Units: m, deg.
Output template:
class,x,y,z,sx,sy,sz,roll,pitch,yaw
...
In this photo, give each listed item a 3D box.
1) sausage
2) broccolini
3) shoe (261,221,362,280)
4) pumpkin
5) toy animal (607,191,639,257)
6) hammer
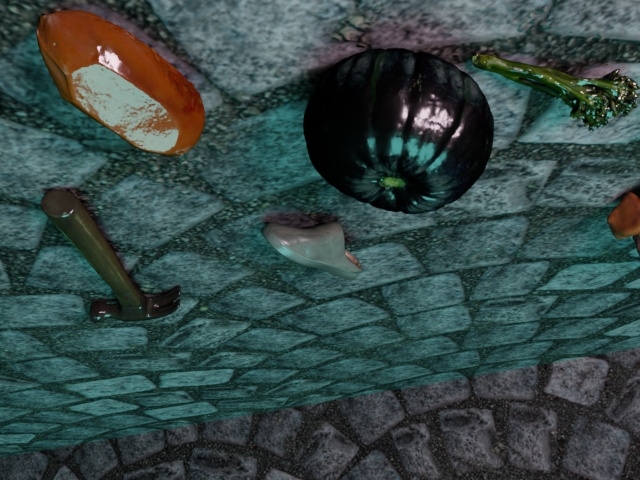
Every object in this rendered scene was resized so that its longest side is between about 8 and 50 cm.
class,x,y,z,sx,sy,sz,roll,pitch,yaw
sausage,-0.179,-0.141,0.644,0.089,0.089,0.179,-23,142,32
broccolini,0.250,-0.160,0.751,0.201,0.058,0.074,2,148,-22
shoe,0.000,0.000,1.050,0.195,0.079,0.078,27,105,-40
pumpkin,0.080,-0.112,0.716,0.202,0.140,0.202,8,158,3
toy animal,0.610,-0.005,1.068,0.281,0.169,0.195,5,156,-24
hammer,-0.328,0.042,1.062,0.168,0.044,0.440,-5,156,-2
